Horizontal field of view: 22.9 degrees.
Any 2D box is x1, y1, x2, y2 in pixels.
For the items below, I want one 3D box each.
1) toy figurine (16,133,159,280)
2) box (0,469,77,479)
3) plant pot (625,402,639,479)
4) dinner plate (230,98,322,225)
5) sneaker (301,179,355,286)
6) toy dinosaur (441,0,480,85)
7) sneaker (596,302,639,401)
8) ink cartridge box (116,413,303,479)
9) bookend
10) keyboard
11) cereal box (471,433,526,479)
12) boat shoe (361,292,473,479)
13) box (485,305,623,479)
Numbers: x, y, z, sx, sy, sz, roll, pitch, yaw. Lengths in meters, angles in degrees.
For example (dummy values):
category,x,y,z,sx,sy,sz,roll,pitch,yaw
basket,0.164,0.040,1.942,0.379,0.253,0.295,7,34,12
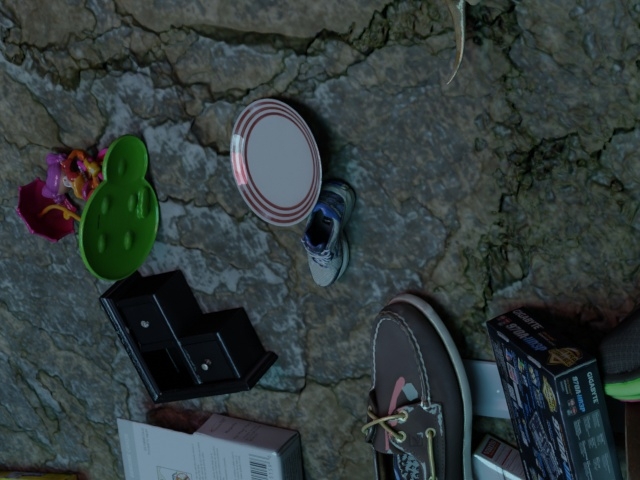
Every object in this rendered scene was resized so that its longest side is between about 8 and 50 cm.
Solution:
category,x,y,z,sx,sy,sz,roll,pitch,yaw
toy figurine,-0.290,-0.053,1.864,0.159,0.130,0.173,15,105,34
box,-0.398,0.380,2.231,0.179,0.043,0.105,-2,99,35
plant pot,0.429,0.256,1.569,0.230,0.215,0.215,-5,118,14
dinner plate,-0.046,-0.086,1.721,0.141,0.017,0.141,16,114,40
sneaker,0.000,0.000,1.743,0.052,0.058,0.135,19,129,20
toy dinosaur,0.130,-0.248,1.517,0.092,0.053,0.183,-7,109,51
sneaker,0.385,-0.020,1.450,0.202,0.185,0.483,59,143,28
ink cartridge box,-0.134,0.352,2.043,0.239,0.060,0.275,10,119,27
bookend,-0.159,0.107,1.902,0.157,0.072,0.156,-11,113,35
keyboard,0.261,0.171,1.729,0.256,0.014,0.072,4,116,29
cereal box,0.263,0.345,1.817,0.240,0.047,0.173,27,131,14
boat shoe,0.102,0.223,1.769,0.116,0.096,0.324,11,116,49
box,0.249,0.197,1.642,0.175,0.051,0.220,-138,30,-68
